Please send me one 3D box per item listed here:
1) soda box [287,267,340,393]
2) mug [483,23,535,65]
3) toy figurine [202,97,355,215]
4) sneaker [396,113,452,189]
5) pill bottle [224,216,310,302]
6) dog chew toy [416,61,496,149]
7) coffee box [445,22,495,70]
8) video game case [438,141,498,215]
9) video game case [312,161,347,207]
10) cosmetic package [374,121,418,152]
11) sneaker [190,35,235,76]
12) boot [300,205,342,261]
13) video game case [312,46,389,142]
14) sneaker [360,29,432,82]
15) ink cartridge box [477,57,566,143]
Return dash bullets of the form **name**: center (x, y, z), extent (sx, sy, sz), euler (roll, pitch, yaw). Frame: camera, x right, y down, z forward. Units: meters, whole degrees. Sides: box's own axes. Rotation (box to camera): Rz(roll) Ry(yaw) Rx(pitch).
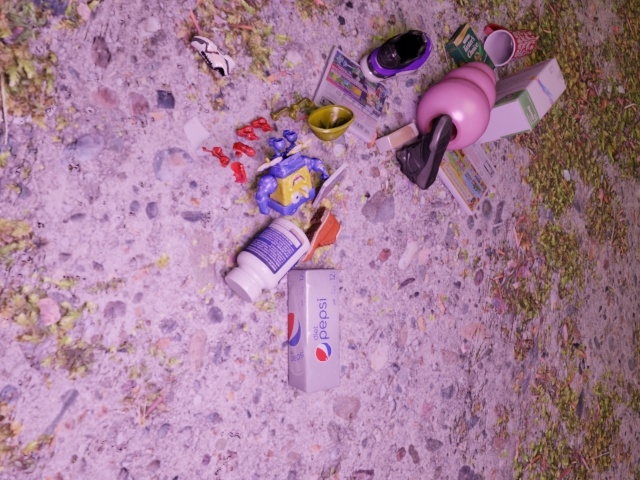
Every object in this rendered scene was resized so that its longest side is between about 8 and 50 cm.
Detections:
- **soda box**: center (-0.017, 0.210, 1.086), extent (0.098, 0.091, 0.285), euler (1, 88, -34)
- **mug**: center (0.654, -0.690, 1.546), extent (0.169, 0.113, 0.150), euler (-25, 103, -34)
- **toy figurine**: center (-0.077, -0.170, 1.074), extent (0.363, 0.191, 0.217), euler (-39, 138, -35)
- **sneaker**: center (0.280, -0.260, 1.249), extent (0.130, 0.227, 0.087), euler (38, 53, 23)
- **pill bottle**: center (-0.122, 0.046, 1.017), extent (0.186, 0.112, 0.112), euler (-47, 111, -25)
- **dog chew toy**: center (0.425, -0.419, 1.341), extent (0.206, 0.207, 0.331), euler (50, 57, -20)
- **coffee box**: center (0.496, -0.605, 1.480), extent (0.184, 0.040, 0.113), euler (46, 66, -22)
- **video game case**: center (0.472, -0.231, 1.457), extent (0.227, 0.026, 0.206), euler (48, 65, -22)
- **video game case**: center (0.022, -0.136, 1.114), extent (0.011, 0.122, 0.087), euler (41, 65, 3)
- **cosmetic package**: center (0.217, -0.293, 1.279), extent (0.115, 0.060, 0.041), euler (-32, 103, -28)
- **sneaker**: center (-0.244, -0.412, 1.006), extent (0.109, 0.040, 0.043), euler (31, 74, -27)
- **boot**: center (0.000, 0.000, 1.130), extent (0.085, 0.059, 0.157), euler (43, 66, -28)
- **video game case**: center (0.085, -0.393, 1.223), extent (0.202, 0.023, 0.183), euler (27, 74, -27)
- **sneaker**: center (0.253, -0.531, 1.249), extent (0.293, 0.146, 0.102), euler (-38, 101, -34)
- **ink cartridge box**: center (0.635, -0.451, 1.465), extent (0.278, 0.201, 0.117), euler (-45, 111, -26)
